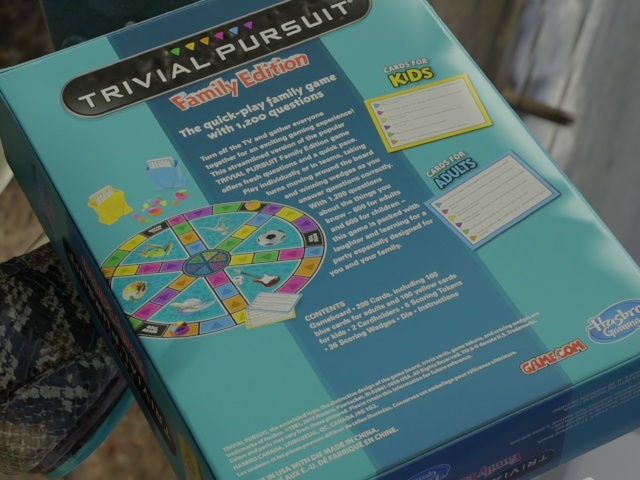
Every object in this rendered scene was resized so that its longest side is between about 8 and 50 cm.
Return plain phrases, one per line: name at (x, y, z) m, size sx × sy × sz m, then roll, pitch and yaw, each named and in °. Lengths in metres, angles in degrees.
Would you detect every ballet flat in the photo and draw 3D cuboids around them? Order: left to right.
ballet flat at (-0.126, -0.038, 1.180) m, size 0.164 × 0.182 × 0.483 m, roll -40°, pitch -172°, yaw 35°

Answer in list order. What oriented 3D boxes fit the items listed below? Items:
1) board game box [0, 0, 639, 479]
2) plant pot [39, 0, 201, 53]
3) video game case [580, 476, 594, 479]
board game box at (0.000, 0.000, 0.970) m, size 0.254 × 0.336 × 0.079 m, roll -22°, pitch 144°, yaw -16°
plant pot at (-0.122, -0.235, 1.480) m, size 0.252 × 0.247 × 0.247 m, roll -36°, pitch 113°, yaw -67°
video game case at (0.088, 0.258, 1.339) m, size 0.193 × 0.023 × 0.212 m, roll -14°, pitch 156°, yaw -38°
